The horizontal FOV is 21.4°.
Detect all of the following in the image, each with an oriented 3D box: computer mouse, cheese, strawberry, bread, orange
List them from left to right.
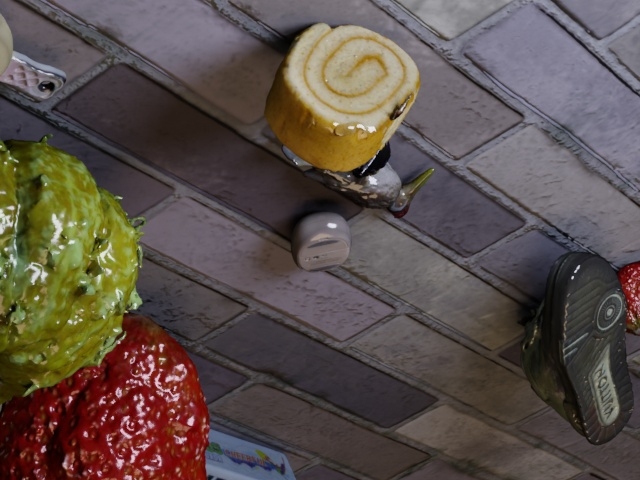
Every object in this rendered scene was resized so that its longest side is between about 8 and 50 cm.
[{"bbox_3d":[-0.290,-0.161,1.437,0.171,0.048,0.092,5,145,-27],"label":"cheese"},{"bbox_3d":[-0.316,0.042,1.580,0.300,0.223,0.301,-19,148,17],"label":"orange"},{"bbox_3d":[-0.232,0.209,1.864,0.257,0.257,0.277,8,117,-31],"label":"strawberry"},{"bbox_3d":[0.000,-0.002,1.803,0.066,0.039,0.096,-11,155,-5],"label":"computer mouse"},{"bbox_3d":[0.019,-0.136,1.529,0.122,0.149,0.073,36,137,2],"label":"bread"},{"bbox_3d":[0.387,0.073,2.020,0.106,0.106,0.106,-10,147,-7],"label":"strawberry"}]

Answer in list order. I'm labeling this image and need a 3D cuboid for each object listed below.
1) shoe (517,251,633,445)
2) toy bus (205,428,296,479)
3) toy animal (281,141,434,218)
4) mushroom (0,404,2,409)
[{"bbox_3d":[0.281,0.109,2.005,0.109,0.149,0.293,-36,133,-21],"label":"shoe"},{"bbox_3d":[-0.175,0.301,2.137,0.136,0.109,0.329,-42,140,21],"label":"toy bus"},{"bbox_3d":[0.048,-0.065,1.721,0.105,0.070,0.202,-16,154,22],"label":"toy animal"},{"bbox_3d":[-0.430,0.187,1.759,0.207,0.215,0.207,-9,139,-8],"label":"mushroom"}]
